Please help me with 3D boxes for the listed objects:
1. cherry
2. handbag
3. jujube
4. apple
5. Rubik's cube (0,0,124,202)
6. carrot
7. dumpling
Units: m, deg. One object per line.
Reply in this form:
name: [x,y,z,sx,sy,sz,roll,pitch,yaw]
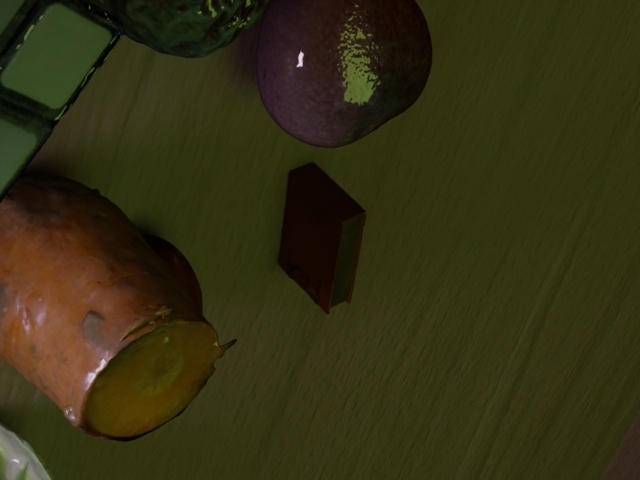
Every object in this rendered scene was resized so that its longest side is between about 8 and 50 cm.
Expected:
cherry: [0.021,-0.246,1.907,0.239,0.206,0.239,-6,105,-24]
handbag: [0.000,0.000,2.200,0.063,0.127,0.190,-25,143,-30]
jujube: [-0.139,-0.345,1.600,0.226,0.226,0.317,-28,145,-26]
apple: [-0.230,0.083,2.007,0.156,0.158,0.147,-35,144,-9]
Rubik's cube: [-0.452,-0.189,1.291,0.358,0.363,0.362,-55,147,10]
carrot: [-0.284,0.071,1.765,0.224,0.341,0.224,-29,143,-25]
dumpling: [-0.490,0.325,2.039,0.252,0.131,0.179,-17,121,-5]
